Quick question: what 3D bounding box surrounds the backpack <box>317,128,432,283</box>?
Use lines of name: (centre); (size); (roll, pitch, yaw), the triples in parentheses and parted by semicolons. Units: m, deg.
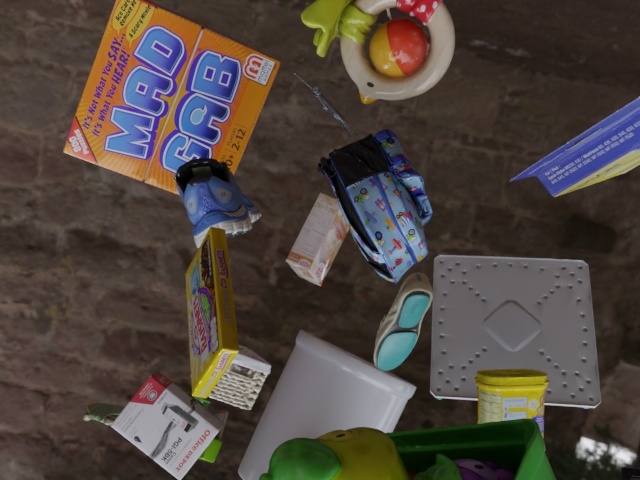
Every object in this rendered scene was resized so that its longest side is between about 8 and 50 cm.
backpack: (0.089, -0.039, 1.001); (0.173, 0.117, 0.158); (66, -176, 38)

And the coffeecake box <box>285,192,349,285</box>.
coffeecake box: (0.000, 0.000, 1.812); (0.068, 0.185, 0.142); (23, 168, 18)

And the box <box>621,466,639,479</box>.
box: (0.435, 0.404, 0.955); (0.093, 0.156, 0.158); (-2, -154, 20)

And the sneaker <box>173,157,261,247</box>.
sneaker: (-0.188, -0.084, 1.373); (0.130, 0.147, 0.330); (-19, -172, -5)

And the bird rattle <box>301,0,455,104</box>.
bird rattle: (0.110, -0.307, 1.065); (0.253, 0.207, 0.143); (-16, -169, 11)

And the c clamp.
c clamp: (0.017, -0.272, 1.511); (0.137, 0.022, 0.161); (47, -175, 15)

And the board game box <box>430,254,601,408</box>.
board game box: (0.473, 0.220, 1.862); (0.390, 0.390, 0.050); (2, 149, 8)

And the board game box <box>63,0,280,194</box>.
board game box: (-0.345, -0.335, 1.740); (0.356, 0.356, 0.356); (20, -167, -18)

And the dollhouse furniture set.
dollhouse furniture set: (-0.395, 0.413, 1.823); (0.301, 0.151, 0.197); (29, 157, -26)

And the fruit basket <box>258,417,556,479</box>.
fruit basket: (0.099, 0.345, 1.019); (0.392, 0.392, 0.283); (14, -134, 30)

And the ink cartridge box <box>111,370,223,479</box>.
ink cartridge box: (-0.231, 0.280, 1.140); (0.135, 0.099, 0.056); (38, 177, 1)

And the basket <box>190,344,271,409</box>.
basket: (-0.188, 0.265, 1.527); (0.113, 0.103, 0.167); (25, 174, -23)

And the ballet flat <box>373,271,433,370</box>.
ballet flat: (0.165, 0.162, 1.530); (0.086, 0.248, 0.086); (13, -141, -11)

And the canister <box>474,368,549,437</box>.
canister: (0.338, 0.319, 1.333); (0.126, 0.170, 0.073); (1, -179, -16)

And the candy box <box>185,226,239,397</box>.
candy box: (-0.145, 0.090, 0.979); (0.027, 0.105, 0.206); (12, -138, -24)

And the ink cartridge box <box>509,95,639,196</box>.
ink cartridge box: (0.536, -0.173, 1.295); (0.307, 0.072, 0.303); (-20, 170, -32)

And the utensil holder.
utensil holder: (0.013, 0.466, 1.877); (0.328, 0.385, 0.327); (26, 173, 3)
